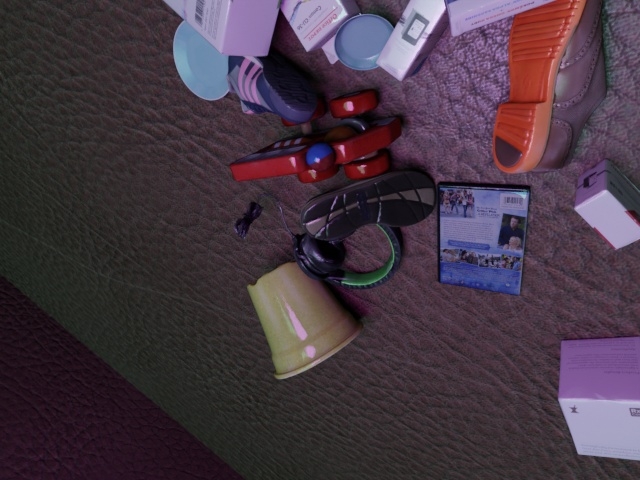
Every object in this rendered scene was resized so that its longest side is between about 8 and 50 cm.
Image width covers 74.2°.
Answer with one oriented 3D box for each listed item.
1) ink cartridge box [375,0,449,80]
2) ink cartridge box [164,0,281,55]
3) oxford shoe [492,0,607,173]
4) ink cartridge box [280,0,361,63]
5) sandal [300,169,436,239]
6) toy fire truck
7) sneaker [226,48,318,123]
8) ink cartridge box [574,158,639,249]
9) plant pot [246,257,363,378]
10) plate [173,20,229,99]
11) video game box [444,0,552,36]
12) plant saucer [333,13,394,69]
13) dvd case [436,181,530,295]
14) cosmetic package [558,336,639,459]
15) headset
[{"bbox_3d":[0.181,-0.377,0.728,0.060,0.104,0.180,39,130,6],"label":"ink cartridge box"},{"bbox_3d":[-0.198,-0.518,0.812,0.278,0.117,0.201,47,134,25],"label":"ink cartridge box"},{"bbox_3d":[0.385,-0.287,0.672,0.132,0.130,0.364,0,115,-14],"label":"oxford shoe"},{"bbox_3d":[-0.005,-0.454,0.817,0.115,0.067,0.198,-26,102,40],"label":"ink cartridge box"},{"bbox_3d":[0.101,-0.084,0.897,0.302,0.086,0.120,-10,112,-8],"label":"sandal"},{"bbox_3d":[-0.002,-0.186,0.859,0.302,0.254,0.170,0,118,32],"label":"toy fire truck"},{"bbox_3d":[-0.109,-0.303,0.883,0.319,0.112,0.131,57,136,38],"label":"sneaker"},{"bbox_3d":[0.489,-0.064,0.713,0.099,0.135,0.056,45,134,0],"label":"ink cartridge box"},{"bbox_3d":[-0.064,0.188,1.150,0.276,0.276,0.254,-30,89,40],"label":"plant pot"},{"bbox_3d":[-0.278,-0.438,1.025,0.188,0.024,0.188,15,124,23],"label":"plate"},{"bbox_3d":[0.259,-0.413,0.593,0.186,0.048,0.205,-12,74,17],"label":"video game box"},{"bbox_3d":[0.085,-0.381,0.806,0.119,0.021,0.119,1,151,0],"label":"plant saucer"},{"bbox_3d":[0.344,-0.003,0.915,0.180,0.022,0.253,8,122,29],"label":"dvd case"},{"bbox_3d":[0.585,0.313,0.855,0.151,0.184,0.152,-14,110,37],"label":"cosmetic package"},{"bbox_3d":[0.000,0.000,1.021,0.393,0.185,0.244,22,128,4],"label":"headset"}]
